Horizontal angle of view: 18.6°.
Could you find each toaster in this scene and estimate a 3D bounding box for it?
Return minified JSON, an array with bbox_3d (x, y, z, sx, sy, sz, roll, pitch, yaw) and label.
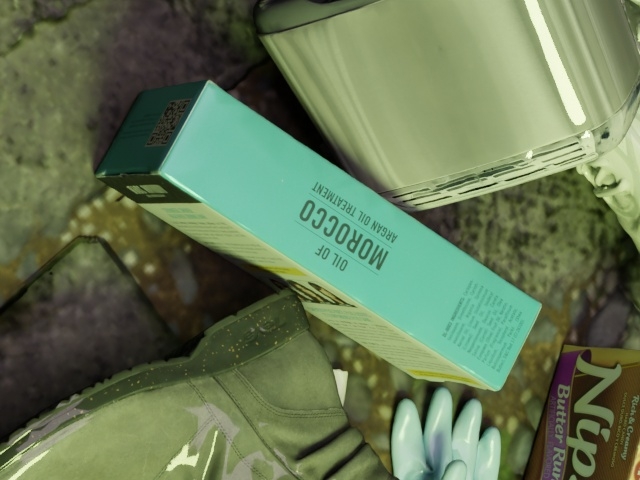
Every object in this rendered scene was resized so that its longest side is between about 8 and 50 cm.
[{"bbox_3d":[0.085,-0.113,1.102,0.146,0.227,0.129,63,28,-19],"label":"toaster"}]

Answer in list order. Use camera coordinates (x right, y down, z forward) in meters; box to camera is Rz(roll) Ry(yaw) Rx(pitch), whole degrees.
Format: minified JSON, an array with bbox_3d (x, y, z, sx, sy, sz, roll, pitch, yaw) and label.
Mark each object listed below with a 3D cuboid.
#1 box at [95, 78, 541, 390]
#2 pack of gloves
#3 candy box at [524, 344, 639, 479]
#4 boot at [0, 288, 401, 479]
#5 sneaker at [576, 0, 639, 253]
[{"bbox_3d":[0.000,0.000,1.111,0.244,0.100,0.060,33,76,-23],"label":"box"},{"bbox_3d":[0.025,0.194,1.153,0.195,0.046,0.232,9,85,-28],"label":"pack of gloves"},{"bbox_3d":[0.171,0.159,1.193,0.053,0.109,0.187,21,80,-25],"label":"candy box"},{"bbox_3d":[-0.071,0.142,1.061,0.246,0.083,0.161,-26,86,-26],"label":"boot"},{"bbox_3d":[0.174,-0.086,1.209,0.118,0.110,0.292,-19,90,-18],"label":"sneaker"}]
